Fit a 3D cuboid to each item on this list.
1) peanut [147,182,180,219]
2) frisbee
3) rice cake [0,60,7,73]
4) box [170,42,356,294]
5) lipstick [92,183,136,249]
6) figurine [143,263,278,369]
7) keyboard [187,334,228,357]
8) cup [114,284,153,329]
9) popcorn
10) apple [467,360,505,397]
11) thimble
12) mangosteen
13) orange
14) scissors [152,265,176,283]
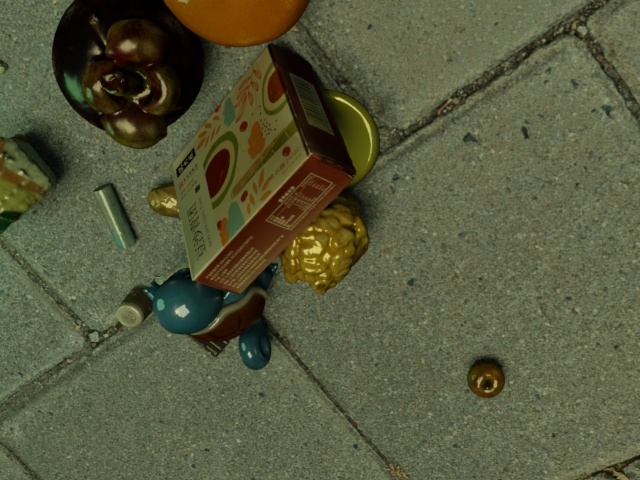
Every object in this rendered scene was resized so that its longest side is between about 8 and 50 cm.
[{"bbox_3d":[-0.308,-0.081,1.894,0.192,0.089,0.089,21,119,-2],"label":"peanut"},{"bbox_3d":[0.012,-0.214,1.782,0.235,0.017,0.236,6,117,12],"label":"frisbee"},{"bbox_3d":[-0.773,-0.423,1.867,0.121,0.021,0.022,34,124,-2],"label":"rice cake"},{"bbox_3d":[-0.135,-0.145,1.668,0.122,0.345,0.385,21,126,-38],"label":"box"},{"bbox_3d":[-0.497,-0.057,1.969,0.048,0.048,0.158,-12,113,19],"label":"lipstick"},{"bbox_3d":[-0.241,0.144,1.895,0.297,0.243,0.416,-10,153,23],"label":"figurine"},{"bbox_3d":[-0.332,0.222,2.090,0.202,0.011,0.067,38,117,-7],"label":"keyboard"},{"bbox_3d":[-0.475,0.170,2.048,0.102,0.099,0.074,-14,111,20],"label":"cup"},{"bbox_3d":[0.000,0.000,1.764,0.190,0.250,0.250,40,119,6],"label":"popcorn"},{"bbox_3d":[0.392,0.327,1.930,0.089,0.074,0.090,5,115,10],"label":"apple"},{"bbox_3d":[-0.751,-0.112,1.885,0.288,0.254,0.167,-34,105,25],"label":"thimble"},{"bbox_3d":[-0.381,-0.344,1.626,0.306,0.347,0.307,-8,125,-12],"label":"mangosteen"},{"bbox_3d":[-0.158,-0.516,1.515,0.312,0.312,0.312,6,117,11],"label":"orange"},{"bbox_3d":[-0.387,0.088,2.038,0.083,0.006,0.036,-38,105,27],"label":"scissors"}]
